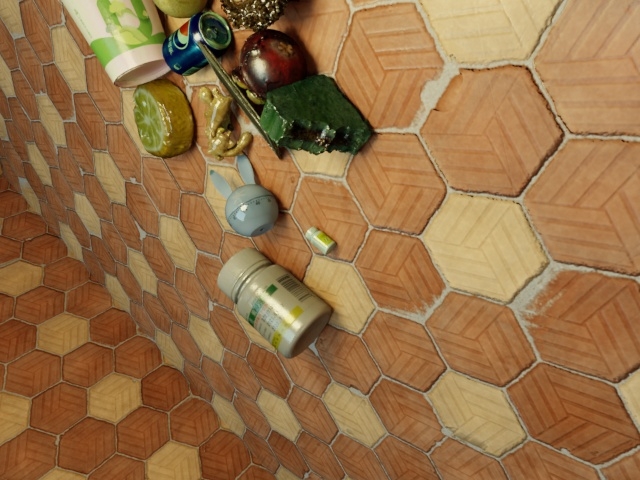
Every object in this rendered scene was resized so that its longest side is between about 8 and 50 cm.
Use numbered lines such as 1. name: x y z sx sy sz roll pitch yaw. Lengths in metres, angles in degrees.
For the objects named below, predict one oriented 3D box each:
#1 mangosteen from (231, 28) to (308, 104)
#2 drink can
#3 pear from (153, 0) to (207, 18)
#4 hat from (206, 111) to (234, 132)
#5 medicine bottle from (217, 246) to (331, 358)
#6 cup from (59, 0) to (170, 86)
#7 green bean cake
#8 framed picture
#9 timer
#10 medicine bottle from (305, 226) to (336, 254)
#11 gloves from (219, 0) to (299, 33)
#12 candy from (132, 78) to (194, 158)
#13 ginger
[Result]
1. mangosteen: -0.122 -0.397 1.065 0.166 0.166 0.180 53 134 5
2. drink can: -0.336 -0.532 1.222 0.205 0.118 0.118 -6 110 44
3. pear: -0.361 -0.658 1.153 0.167 0.136 0.167 24 132 29
4. hat: -0.292 -0.354 1.323 0.059 0.076 0.077 -3 119 23
5. medicine bottle: -0.153 0.189 1.427 0.340 0.208 0.208 38 136 20
6. cup: -0.566 -0.604 1.290 0.253 0.253 0.274 -10 106 47
7. green bean cake: -0.015 -0.259 1.018 0.193 0.208 0.107 53 142 7
8. framed picture: -0.200 -0.355 1.178 0.293 0.018 0.231 54 179 4
9. timer: -0.222 -0.123 1.369 0.175 0.175 0.255 109 145 -42
10. medicine bottle: 0.000 0.000 1.283 0.083 0.047 0.047 40 136 18
11. gloves: -0.134 -0.600 0.964 0.210 0.135 0.312 5 98 20
12. candy: -0.523 -0.401 1.485 0.260 0.118 0.260 22 126 34
13. ginger: -0.281 -0.319 1.274 0.176 0.193 0.052 -60 25 8
